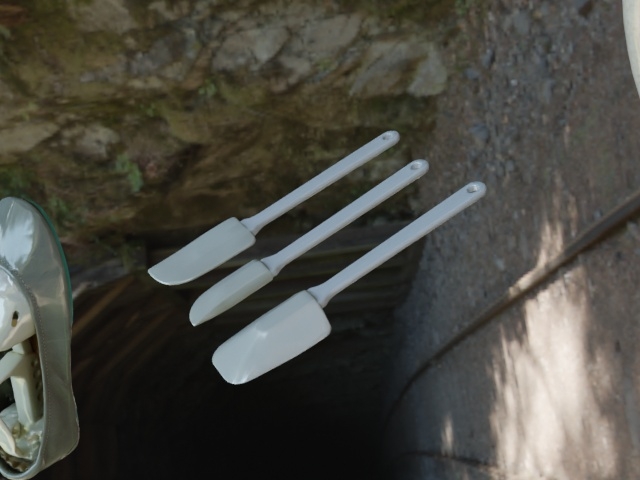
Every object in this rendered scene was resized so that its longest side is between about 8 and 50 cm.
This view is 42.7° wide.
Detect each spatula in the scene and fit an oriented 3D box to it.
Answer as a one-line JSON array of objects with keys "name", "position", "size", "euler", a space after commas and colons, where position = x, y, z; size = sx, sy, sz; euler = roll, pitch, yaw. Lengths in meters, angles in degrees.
[{"name": "spatula", "position": [0.000, 0.000, 0.632], "size": [0.168, 0.242, 0.019], "euler": [40, 157, 51]}]

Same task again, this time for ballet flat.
[{"name": "ballet flat", "position": [-0.210, 0.077, 0.570], "size": [0.068, 0.072, 0.213], "euler": [-36, -45, -52]}]

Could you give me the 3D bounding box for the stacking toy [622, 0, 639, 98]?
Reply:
[{"name": "stacking toy", "position": [0.300, -0.024, 0.146], "size": [0.480, 0.350, 0.351], "euler": [-96, -2, -55]}]
